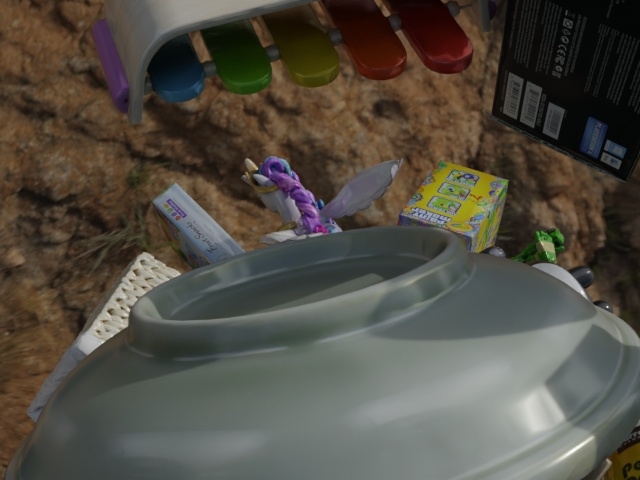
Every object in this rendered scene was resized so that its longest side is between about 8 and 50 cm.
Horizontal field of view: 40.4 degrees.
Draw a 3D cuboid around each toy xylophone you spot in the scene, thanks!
[{"bbox_3d":[-0.027,-0.212,0.698,0.322,0.081,0.236,-10,51,-6],"label":"toy xylophone"}]

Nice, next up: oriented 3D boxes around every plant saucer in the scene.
[{"bbox_3d":[-0.007,0.064,0.554,0.400,0.400,0.100,-18,101,-32],"label":"plant saucer"}]

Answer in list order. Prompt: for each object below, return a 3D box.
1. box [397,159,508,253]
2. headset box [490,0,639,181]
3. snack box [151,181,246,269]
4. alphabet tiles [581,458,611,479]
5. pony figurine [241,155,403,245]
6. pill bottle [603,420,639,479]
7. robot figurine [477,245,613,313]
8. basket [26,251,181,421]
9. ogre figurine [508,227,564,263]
[{"bbox_3d":[0.295,0.016,2.040,0.279,0.177,0.290,-49,152,-49],"label":"box"},{"bbox_3d":[0.265,-0.234,0.659,0.131,0.246,0.283,31,66,20],"label":"headset box"},{"bbox_3d":[-0.117,0.015,0.935,0.037,0.100,0.141,-41,69,-17],"label":"snack box"},{"bbox_3d":[0.091,0.193,0.794,0.011,0.285,0.342,26,102,-43],"label":"alphabet tiles"},{"bbox_3d":[0.000,0.000,1.672,0.303,0.351,0.363,-33,110,-31],"label":"pony figurine"},{"bbox_3d":[0.360,0.267,0.904,0.117,0.117,0.215,46,24,-15],"label":"pill bottle"},{"bbox_3d":[0.279,0.133,1.243,0.278,0.209,0.173,-24,134,-24],"label":"robot figurine"},{"bbox_3d":[-0.316,0.248,1.643,0.328,0.331,0.266,32,48,-12],"label":"basket"},{"bbox_3d":[0.344,0.062,1.493,0.097,0.118,0.197,31,50,-19],"label":"ogre figurine"}]
